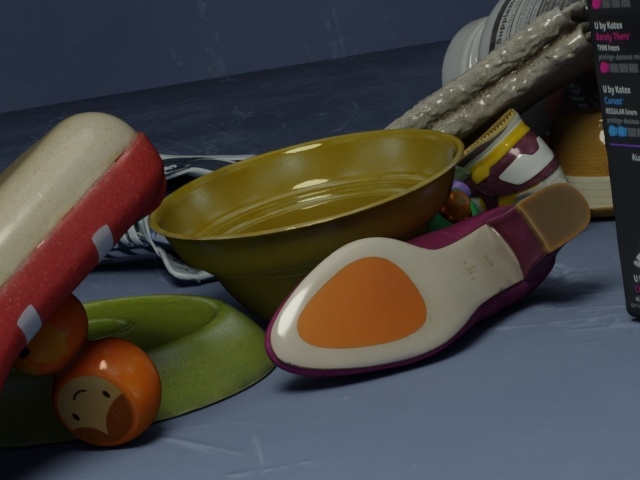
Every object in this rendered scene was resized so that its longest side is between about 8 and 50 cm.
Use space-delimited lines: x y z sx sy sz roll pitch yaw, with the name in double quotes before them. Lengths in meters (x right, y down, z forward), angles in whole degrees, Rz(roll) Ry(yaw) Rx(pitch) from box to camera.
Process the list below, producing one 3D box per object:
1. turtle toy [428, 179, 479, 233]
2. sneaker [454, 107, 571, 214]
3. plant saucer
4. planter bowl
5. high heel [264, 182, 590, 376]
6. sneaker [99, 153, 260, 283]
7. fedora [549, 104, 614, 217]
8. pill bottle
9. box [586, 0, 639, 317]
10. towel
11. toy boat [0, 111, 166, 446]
"turtle toy" 0.078 -0.015 1.309 0.095 0.066 0.130 -8 11 7
"sneaker" 0.134 -0.033 1.390 0.069 0.084 0.185 -41 -4 -17
"plant saucer" -0.147 0.073 1.111 0.241 0.037 0.241 -9 11 2
"planter bowl" 0.000 0.000 1.204 0.217 0.090 0.217 -13 16 4
"high heel" 0.053 0.035 1.108 0.244 0.082 0.117 -31 -8 -31
"sneaker" -0.152 -0.020 1.440 0.282 0.099 0.153 -4 10 11
"fedora" 0.244 -0.071 1.432 0.194 0.079 0.194 -8 11 2
"pill bottle" 0.254 -0.163 1.612 0.176 0.176 0.318 -16 5 -32
"box" 0.263 -0.095 1.019 0.165 0.270 0.143 -15 12 -28
"towel" 0.110 -0.098 1.427 0.282 0.049 0.187 -35 -6 17
"toy boat" -0.149 0.052 0.961 0.231 0.151 0.151 -51 13 -30
